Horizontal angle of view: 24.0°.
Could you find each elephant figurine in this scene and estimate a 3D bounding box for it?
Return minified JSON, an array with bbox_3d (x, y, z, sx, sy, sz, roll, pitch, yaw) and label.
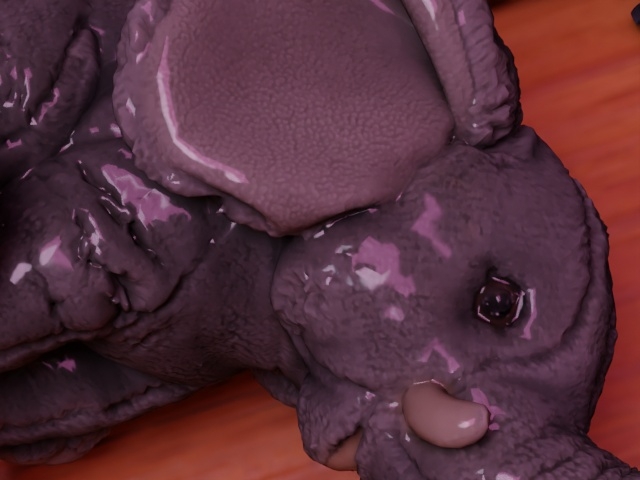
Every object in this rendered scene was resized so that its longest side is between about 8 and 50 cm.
[{"bbox_3d":[0.000,0.000,0.393,0.240,0.169,0.186,-2,101,8],"label":"elephant figurine"}]

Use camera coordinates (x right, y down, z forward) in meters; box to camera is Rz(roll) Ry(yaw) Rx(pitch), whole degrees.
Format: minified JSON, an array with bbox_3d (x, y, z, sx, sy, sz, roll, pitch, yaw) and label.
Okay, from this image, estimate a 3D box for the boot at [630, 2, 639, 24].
[{"bbox_3d":[0.156,-0.100,0.449,0.121,0.045,0.099,4,70,19],"label":"boot"}]
